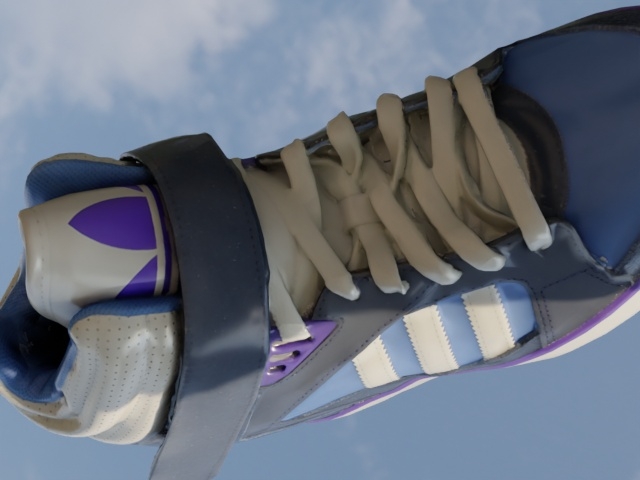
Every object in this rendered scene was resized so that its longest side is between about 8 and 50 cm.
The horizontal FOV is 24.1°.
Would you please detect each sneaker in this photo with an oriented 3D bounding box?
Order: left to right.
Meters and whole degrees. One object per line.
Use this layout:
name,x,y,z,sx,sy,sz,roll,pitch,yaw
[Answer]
sneaker,0.000,0.000,0.622,0.323,0.236,0.130,-32,-113,37
